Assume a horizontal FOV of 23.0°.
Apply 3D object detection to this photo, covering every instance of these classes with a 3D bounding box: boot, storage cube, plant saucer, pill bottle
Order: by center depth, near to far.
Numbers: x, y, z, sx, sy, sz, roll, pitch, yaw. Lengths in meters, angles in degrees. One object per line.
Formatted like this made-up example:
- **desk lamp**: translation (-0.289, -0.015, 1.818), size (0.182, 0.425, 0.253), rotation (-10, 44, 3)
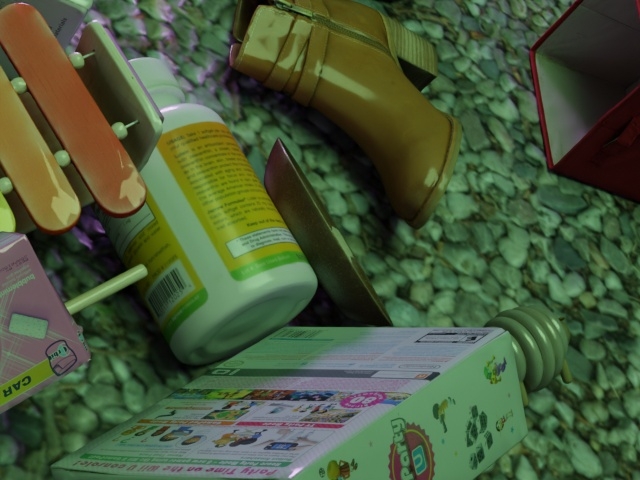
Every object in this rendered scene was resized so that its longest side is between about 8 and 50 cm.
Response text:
- **pill bottle**: translation (-0.118, -0.030, 1.344), size (0.136, 0.136, 0.245), rotation (-16, 67, -42)
- **plant saucer**: translation (0.000, 0.000, 1.413), size (0.198, 0.036, 0.198), rotation (59, 2, -3)
- **boot**: translation (0.020, -0.147, 1.550), size (0.220, 0.109, 0.283), rotation (20, 46, -23)
- **storage cube**: translation (0.374, -0.174, 1.769), size (0.193, 0.183, 0.215), rotation (18, 49, -24)

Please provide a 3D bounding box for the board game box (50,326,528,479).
- **board game box**: translation (-0.015, 0.156, 1.186), size (0.303, 0.224, 0.097), rotation (-26, 108, -51)

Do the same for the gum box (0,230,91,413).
- **gum box**: translation (-0.268, 0.079, 1.133), size (0.188, 0.062, 0.107), rotation (-31, 107, -22)

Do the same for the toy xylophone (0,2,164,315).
- **toy xylophone**: translation (-0.264, -0.033, 1.225), size (0.323, 0.081, 0.236), rotation (-35, 76, -21)

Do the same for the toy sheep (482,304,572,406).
- **toy sheep**: translation (0.188, 0.108, 1.493), size (0.132, 0.091, 0.091), rotation (-23, 72, -38)

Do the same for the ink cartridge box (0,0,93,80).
- **ink cartridge box**: translation (-0.352, -0.299, 1.395), size (0.307, 0.129, 0.223), rotation (22, 48, -20)
